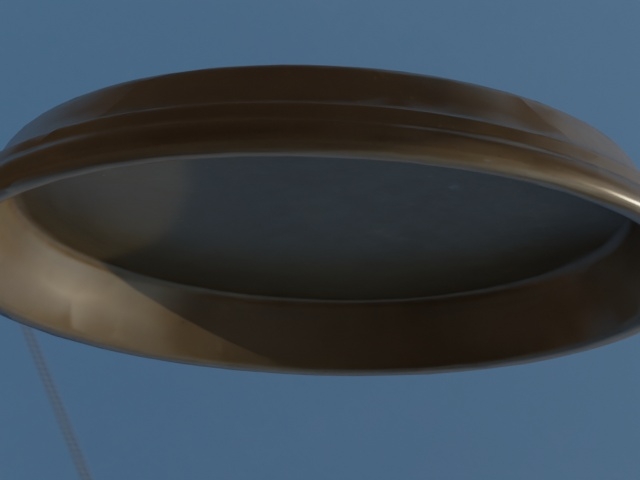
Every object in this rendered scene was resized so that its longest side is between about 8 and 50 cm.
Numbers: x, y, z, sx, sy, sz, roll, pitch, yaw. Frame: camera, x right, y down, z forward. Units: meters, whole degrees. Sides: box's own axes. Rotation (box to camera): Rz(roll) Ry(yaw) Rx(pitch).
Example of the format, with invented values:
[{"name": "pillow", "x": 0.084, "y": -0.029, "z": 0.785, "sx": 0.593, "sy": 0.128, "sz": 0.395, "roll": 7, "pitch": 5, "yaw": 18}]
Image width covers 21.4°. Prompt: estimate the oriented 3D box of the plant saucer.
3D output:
[{"name": "plant saucer", "x": 0.000, "y": 0.000, "z": 0.624, "sx": 0.278, "sy": 0.278, "sz": 0.041, "roll": -5, "pitch": -110, "yaw": 21}]
